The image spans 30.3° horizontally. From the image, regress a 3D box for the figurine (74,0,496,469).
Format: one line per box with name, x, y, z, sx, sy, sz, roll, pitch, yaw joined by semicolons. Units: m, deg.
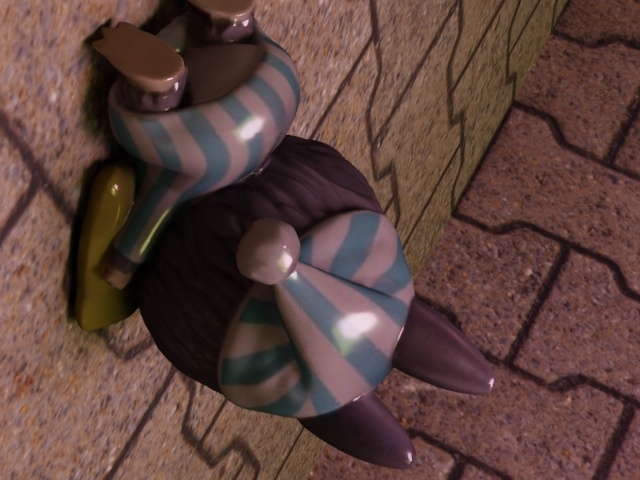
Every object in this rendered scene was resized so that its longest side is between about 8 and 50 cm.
figurine;0.000;0.000;1.030;0.266;0.378;0.361;-54;162;-35
